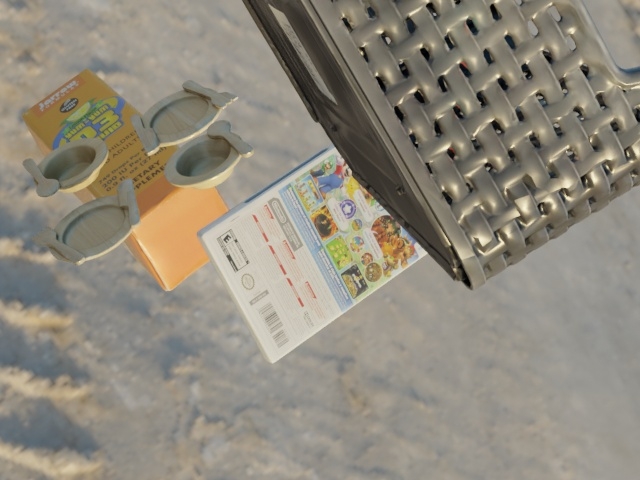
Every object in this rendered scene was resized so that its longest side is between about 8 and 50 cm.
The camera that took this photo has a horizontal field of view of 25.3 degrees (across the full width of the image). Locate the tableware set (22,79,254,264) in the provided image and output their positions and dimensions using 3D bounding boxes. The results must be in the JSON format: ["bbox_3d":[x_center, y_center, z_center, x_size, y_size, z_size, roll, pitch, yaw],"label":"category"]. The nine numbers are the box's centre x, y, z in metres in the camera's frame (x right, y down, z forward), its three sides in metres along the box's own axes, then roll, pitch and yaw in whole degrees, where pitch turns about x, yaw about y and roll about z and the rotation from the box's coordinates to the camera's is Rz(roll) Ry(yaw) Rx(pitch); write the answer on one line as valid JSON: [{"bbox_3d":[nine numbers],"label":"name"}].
[{"bbox_3d":[-0.123,-0.051,0.953,0.141,0.169,0.020,49,-14,53],"label":"tableware set"}]

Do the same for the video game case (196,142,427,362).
[{"bbox_3d":[0.000,0.000,0.800,0.122,0.011,0.087,-34,111,-19],"label":"video game case"}]

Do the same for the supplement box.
[{"bbox_3d":[-0.156,-0.054,1.140,0.233,0.078,0.080,38,-18,51],"label":"supplement box"}]

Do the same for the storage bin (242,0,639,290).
[{"bbox_3d":[0.029,-0.075,0.422,0.122,0.084,0.180,58,-2,-18],"label":"storage bin"}]
